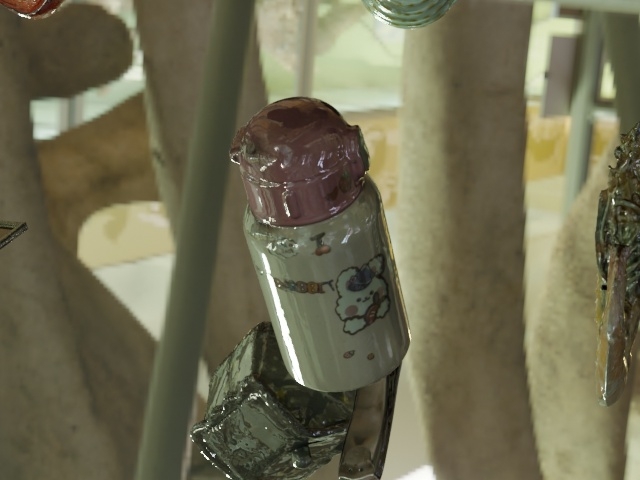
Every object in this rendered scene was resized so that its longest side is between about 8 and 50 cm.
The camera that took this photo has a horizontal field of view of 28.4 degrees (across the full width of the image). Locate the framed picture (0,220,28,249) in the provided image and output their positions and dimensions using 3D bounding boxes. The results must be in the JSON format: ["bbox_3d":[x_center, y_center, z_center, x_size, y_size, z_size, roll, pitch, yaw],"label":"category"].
[{"bbox_3d":[-0.341,0.019,1.095,0.109,0.011,0.149,4,-148,32],"label":"framed picture"}]

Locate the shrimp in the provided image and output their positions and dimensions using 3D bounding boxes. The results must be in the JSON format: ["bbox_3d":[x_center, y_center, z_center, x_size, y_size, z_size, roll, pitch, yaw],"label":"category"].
[{"bbox_3d":[0.263,0.023,1.096,0.052,0.251,0.143,1,-174,14],"label":"shrimp"}]

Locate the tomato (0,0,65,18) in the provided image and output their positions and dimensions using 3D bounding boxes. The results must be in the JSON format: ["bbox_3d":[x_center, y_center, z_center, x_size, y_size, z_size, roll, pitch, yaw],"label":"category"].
[{"bbox_3d":[-0.378,-0.390,1.705,0.166,0.174,0.082,32,-169,26],"label":"tomato"}]

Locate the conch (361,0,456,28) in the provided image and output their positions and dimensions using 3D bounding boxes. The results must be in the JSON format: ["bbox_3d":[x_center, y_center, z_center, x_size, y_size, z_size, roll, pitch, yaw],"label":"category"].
[{"bbox_3d":[0.097,-0.260,1.151,0.135,0.102,0.153,-14,-146,15],"label":"conch"}]

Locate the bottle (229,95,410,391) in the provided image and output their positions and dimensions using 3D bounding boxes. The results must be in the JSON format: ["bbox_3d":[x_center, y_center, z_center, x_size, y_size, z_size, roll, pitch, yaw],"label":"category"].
[{"bbox_3d":[0.000,0.000,0.965,0.110,0.233,0.110,-9,-143,7],"label":"bottle"}]

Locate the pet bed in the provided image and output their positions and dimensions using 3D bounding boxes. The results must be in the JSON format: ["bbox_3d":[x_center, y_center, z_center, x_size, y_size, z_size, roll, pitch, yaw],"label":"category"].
[{"bbox_3d":[-0.056,0.236,1.686,0.183,0.211,0.159,25,-132,-17],"label":"pet bed"}]

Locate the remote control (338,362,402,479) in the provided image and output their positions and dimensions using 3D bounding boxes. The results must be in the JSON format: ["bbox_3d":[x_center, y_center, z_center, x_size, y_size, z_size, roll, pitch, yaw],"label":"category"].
[{"bbox_3d":[0.064,0.195,1.523,0.059,0.212,0.028,-9,140,28],"label":"remote control"}]
